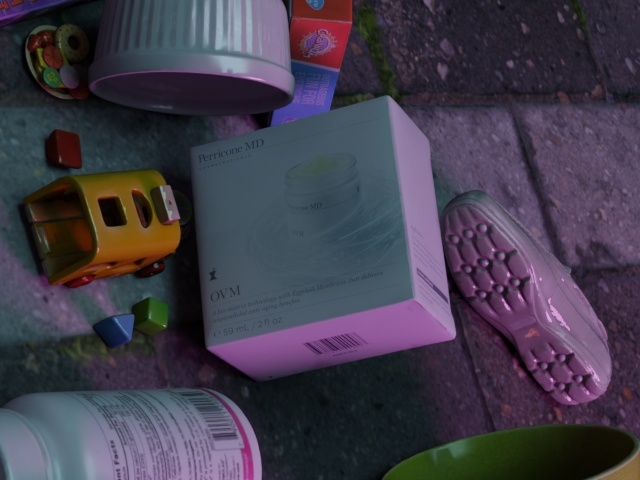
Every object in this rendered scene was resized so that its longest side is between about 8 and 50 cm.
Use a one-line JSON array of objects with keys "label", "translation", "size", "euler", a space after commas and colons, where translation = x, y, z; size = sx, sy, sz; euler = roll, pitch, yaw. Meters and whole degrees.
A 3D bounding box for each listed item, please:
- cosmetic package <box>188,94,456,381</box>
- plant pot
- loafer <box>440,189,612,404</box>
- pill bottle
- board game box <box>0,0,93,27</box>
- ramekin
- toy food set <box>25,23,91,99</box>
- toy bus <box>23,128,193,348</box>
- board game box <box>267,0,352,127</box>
[{"label": "cosmetic package", "translation": [0.000, 0.000, 1.919], "size": [0.138, 0.224, 0.224], "euler": [42, 37, -60]}, {"label": "plant pot", "translation": [0.224, 0.372, 1.996], "size": [0.275, 0.275, 0.293], "euler": [-20, 102, -51]}, {"label": "loafer", "translation": [0.251, 0.059, 2.293], "size": [0.319, 0.112, 0.111], "euler": [55, 34, -24]}, {"label": "pill bottle", "translation": [-0.201, 0.211, 1.655], "size": [0.283, 0.160, 0.160], "euler": [3, 68, -47]}, {"label": "board game box", "translation": [-0.350, -0.306, 1.855], "size": [0.347, 0.056, 0.208], "euler": [-27, 96, -51]}, {"label": "ramekin", "translation": [-0.126, -0.198, 1.903], "size": [0.207, 0.207, 0.109], "euler": [11, 79, -45]}, {"label": "toy food set", "translation": [-0.261, -0.179, 1.905], "size": [0.083, 0.020, 0.082], "euler": [-4, 74, -50]}, {"label": "toy bus", "translation": [-0.185, -0.020, 1.840], "size": [0.191, 0.104, 0.202], "euler": [41, 45, -27]}, {"label": "board game box", "translation": [-0.015, -0.306, 2.087], "size": [0.064, 0.242, 0.316], "euler": [3, 63, -7]}]
